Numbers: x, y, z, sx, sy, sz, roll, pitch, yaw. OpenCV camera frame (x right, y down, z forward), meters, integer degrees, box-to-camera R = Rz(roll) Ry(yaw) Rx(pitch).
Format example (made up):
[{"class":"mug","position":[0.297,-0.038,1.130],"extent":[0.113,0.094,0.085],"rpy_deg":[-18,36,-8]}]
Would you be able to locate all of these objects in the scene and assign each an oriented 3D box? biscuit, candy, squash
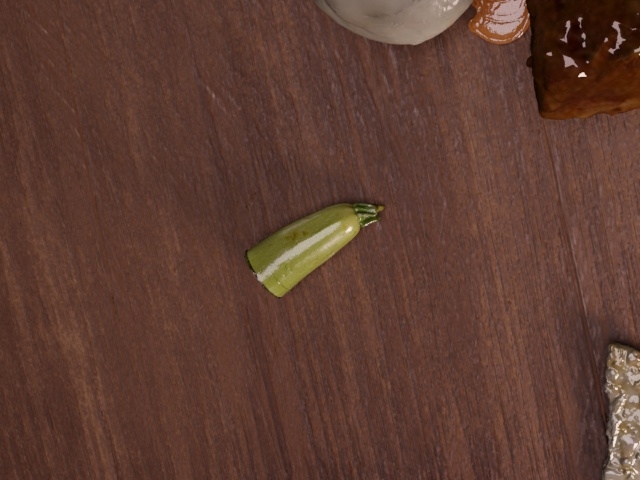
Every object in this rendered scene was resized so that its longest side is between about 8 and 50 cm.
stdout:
[{"class":"biscuit","position":[0.485,0.290,1.646],"extent":[0.141,0.038,0.290],"rpy_deg":[2,101,16]},{"class":"biscuit","position":[0.447,-0.343,1.428],"extent":[0.395,0.166,0.343],"rpy_deg":[-8,65,17]},{"class":"biscuit","position":[0.262,-0.349,1.619],"extent":[0.102,0.019,0.130],"rpy_deg":[12,101,14]},{"class":"candy","position":[0.114,-0.417,1.569],"extent":[0.295,0.185,0.295],"rpy_deg":[11,117,22]},{"class":"squash","position":[0.000,0.000,1.731],"extent":[0.224,0.094,0.094],"rpy_deg":[-31,89,11]}]
